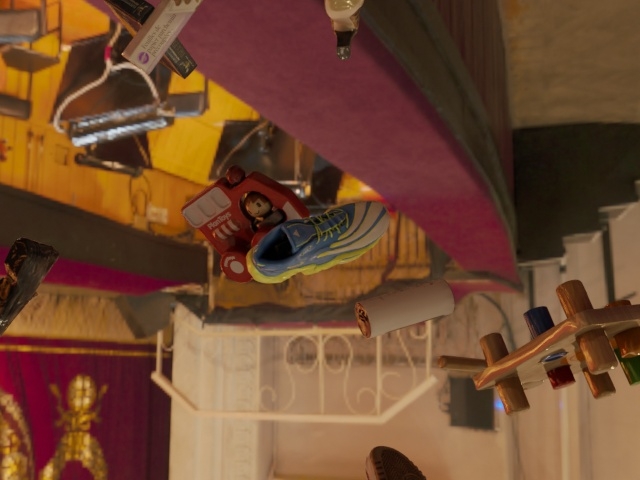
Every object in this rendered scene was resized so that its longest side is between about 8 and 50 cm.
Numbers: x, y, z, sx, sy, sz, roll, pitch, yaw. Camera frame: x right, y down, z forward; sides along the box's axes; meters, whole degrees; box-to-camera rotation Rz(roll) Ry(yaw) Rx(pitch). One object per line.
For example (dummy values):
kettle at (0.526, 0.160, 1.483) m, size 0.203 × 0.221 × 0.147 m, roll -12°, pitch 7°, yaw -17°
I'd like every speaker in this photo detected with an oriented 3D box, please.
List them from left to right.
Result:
speaker at (0.119, 0.096, 1.016) m, size 0.136 × 0.055 × 0.055 m, roll -14°, pitch 177°, yaw -18°

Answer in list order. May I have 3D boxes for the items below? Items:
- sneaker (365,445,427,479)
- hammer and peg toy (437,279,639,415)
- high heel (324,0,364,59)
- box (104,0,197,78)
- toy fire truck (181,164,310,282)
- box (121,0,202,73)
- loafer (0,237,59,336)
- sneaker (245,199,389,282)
sneaker at (0.096, 0.410, 0.888) m, size 0.099 × 0.282 × 0.153 m, roll 15°, pitch 124°, yaw -38°
hammer and peg toy at (0.362, 0.181, 1.074) m, size 0.266 × 0.127 × 0.361 m, roll -2°, pitch 152°, yaw -28°
high heel at (0.059, -0.592, 1.714) m, size 0.093 × 0.186 × 0.261 m, roll 3°, pitch 133°, yaw 1°
box at (-0.436, -0.534, 1.822) m, size 0.183 × 0.059 × 0.233 m, roll 37°, pitch 172°, yaw 30°
toy fire truck at (-0.188, -0.057, 1.812) m, size 0.302 × 0.254 × 0.169 m, roll -30°, pitch -162°, yaw 36°
box at (-0.343, -0.544, 1.681) m, size 0.063 × 0.324 × 0.067 m, roll 36°, pitch 179°, yaw -37°
loafer at (-0.439, 0.077, 1.041) m, size 0.062 × 0.170 × 0.061 m, roll 44°, pitch -164°, yaw 34°
sneaker at (0.000, 0.000, 1.085) m, size 0.240 × 0.091 × 0.126 m, roll -26°, pitch 173°, yaw -4°
